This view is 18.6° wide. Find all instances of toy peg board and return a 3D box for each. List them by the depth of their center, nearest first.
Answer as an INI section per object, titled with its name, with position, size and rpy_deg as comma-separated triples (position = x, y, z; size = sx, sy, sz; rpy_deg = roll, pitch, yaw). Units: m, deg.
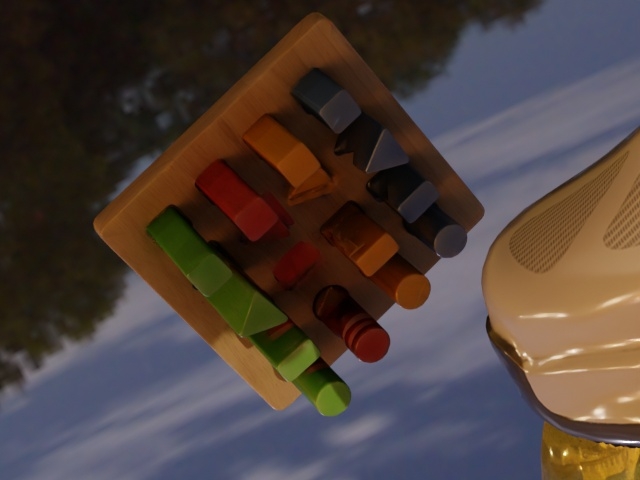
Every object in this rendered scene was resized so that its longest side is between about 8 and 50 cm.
[toy peg board]
position = 0.000, 0.000, 1.011
size = 0.160, 0.161, 0.079
rpy_deg = -44, -146, -2

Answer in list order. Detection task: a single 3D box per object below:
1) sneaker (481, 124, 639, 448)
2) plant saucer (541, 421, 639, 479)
[sneaker]
position = 0.164, -0.129, 0.506
size = 0.447, 0.257, 0.169
rpy_deg = -33, -170, 39
[plant saucer]
position = 0.205, 0.077, 0.746
size = 0.241, 0.241, 0.037
rpy_deg = -27, -155, 2
